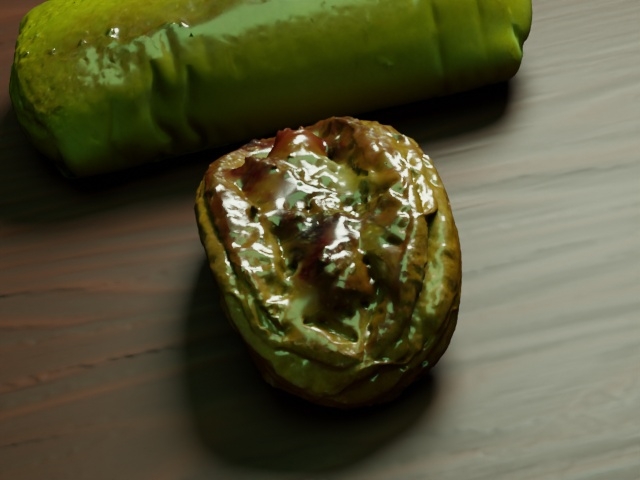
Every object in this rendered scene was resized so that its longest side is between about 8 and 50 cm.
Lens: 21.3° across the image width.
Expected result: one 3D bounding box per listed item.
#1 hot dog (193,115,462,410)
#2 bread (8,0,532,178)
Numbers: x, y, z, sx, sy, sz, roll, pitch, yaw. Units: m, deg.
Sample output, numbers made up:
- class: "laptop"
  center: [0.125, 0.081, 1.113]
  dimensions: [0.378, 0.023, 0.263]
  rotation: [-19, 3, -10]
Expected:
- class: "hot dog"
  center: [0.003, 0.001, 1.089]
  dimensions: [0.160, 0.099, 0.227]
  rotation: [-18, 43, -11]
- class: "bread"
  center: [-0.038, -0.156, 1.235]
  dimensions: [0.383, 0.112, 0.166]
  rotation: [-13, 46, -4]
